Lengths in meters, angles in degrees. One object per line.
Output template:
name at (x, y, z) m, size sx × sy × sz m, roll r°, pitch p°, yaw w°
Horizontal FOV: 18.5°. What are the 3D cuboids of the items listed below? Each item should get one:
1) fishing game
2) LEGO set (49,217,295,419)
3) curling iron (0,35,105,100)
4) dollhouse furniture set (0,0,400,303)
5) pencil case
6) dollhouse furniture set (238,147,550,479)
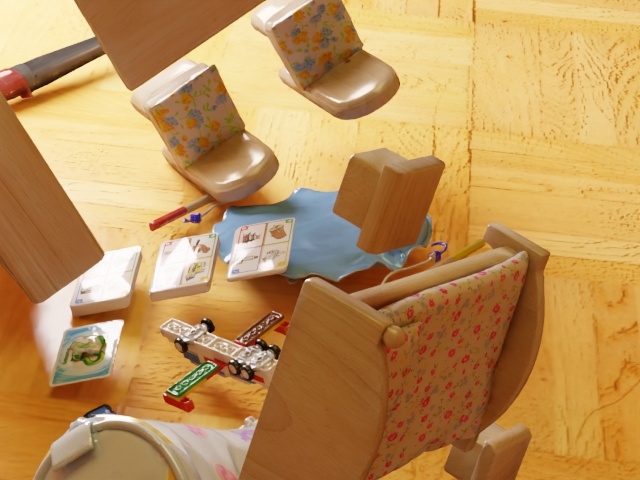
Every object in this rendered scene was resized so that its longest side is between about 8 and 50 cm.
fishing game at (0.000, 0.000, 1.645) m, size 0.264 × 0.041 × 0.189 m, roll 14°, pitch 27°, yaw 32°
LEGO set at (-0.108, 0.078, 1.507) m, size 0.182 × 0.060 × 0.244 m, roll -11°, pitch 30°, yaw 10°
curling iron at (-0.279, -0.140, 1.841) m, size 0.068 × 0.035 × 0.274 m, roll 27°, pitch 38°, yaw 24°
dollhouse furniture set at (-0.151, -0.168, 1.589) m, size 0.394 × 0.362 × 0.256 m, roll -36°, pitch 32°, yaw -10°
pencil case at (-0.061, 0.163, 1.190) m, size 0.113 × 0.124 × 0.273 m, roll -16°, pitch -11°, yaw 24°
dollhouse furniture set at (0.115, 0.121, 1.118) m, size 0.174 × 0.355 × 0.303 m, roll 31°, pitch 27°, yaw 27°
